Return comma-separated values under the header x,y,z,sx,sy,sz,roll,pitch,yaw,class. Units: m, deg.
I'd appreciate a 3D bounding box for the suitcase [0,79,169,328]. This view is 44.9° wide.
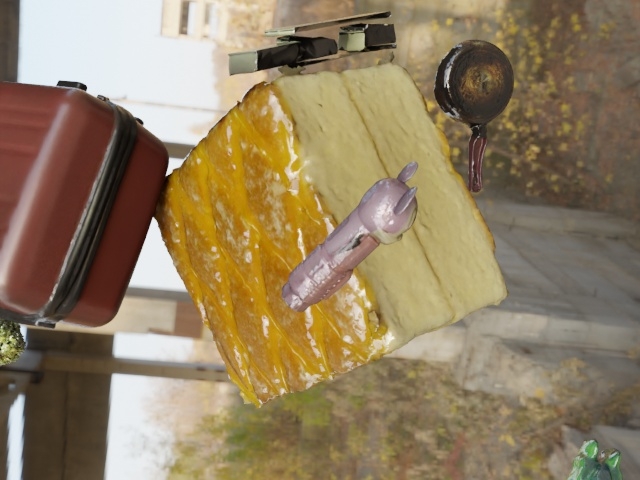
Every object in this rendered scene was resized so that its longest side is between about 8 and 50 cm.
x,y,z,sx,sy,sz,roll,pitch,yaw,class
-0.319,-0.042,0.800,0.161,0.297,0.236,33,-108,-55,suitcase

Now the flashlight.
x,y,z,sx,sy,sz,roll,pitch,yaw,class
0.020,0.003,0.436,0.110,0.031,0.052,-45,16,26,flashlight

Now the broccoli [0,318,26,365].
x,y,z,sx,sy,sz,roll,pitch,yaw,class
-0.482,0.143,1.127,0.095,0.092,0.097,53,169,-1,broccoli

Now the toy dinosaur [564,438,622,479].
x,y,z,sx,sy,sz,roll,pitch,yaw,class
0.235,0.244,0.567,0.500,0.144,0.374,87,-159,-49,toy dinosaur

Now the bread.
x,y,z,sx,sy,sz,roll,pitch,yaw,class
0.000,0.000,0.796,0.279,0.207,0.279,-37,77,49,bread

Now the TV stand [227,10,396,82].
x,y,z,sx,sy,sz,roll,pitch,yaw,class
0.000,-0.187,0.738,0.249,0.036,0.042,-30,-60,-52,TV stand

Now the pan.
x,y,z,sx,sy,sz,roll,pitch,yaw,class
0.212,-0.165,1.054,0.040,0.114,0.212,-139,41,-66,pan
